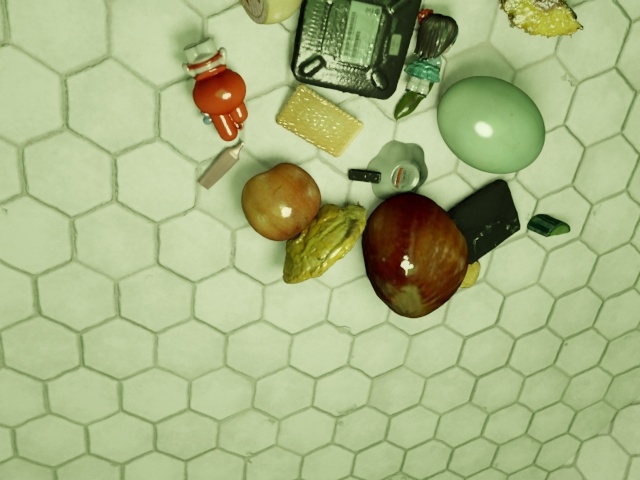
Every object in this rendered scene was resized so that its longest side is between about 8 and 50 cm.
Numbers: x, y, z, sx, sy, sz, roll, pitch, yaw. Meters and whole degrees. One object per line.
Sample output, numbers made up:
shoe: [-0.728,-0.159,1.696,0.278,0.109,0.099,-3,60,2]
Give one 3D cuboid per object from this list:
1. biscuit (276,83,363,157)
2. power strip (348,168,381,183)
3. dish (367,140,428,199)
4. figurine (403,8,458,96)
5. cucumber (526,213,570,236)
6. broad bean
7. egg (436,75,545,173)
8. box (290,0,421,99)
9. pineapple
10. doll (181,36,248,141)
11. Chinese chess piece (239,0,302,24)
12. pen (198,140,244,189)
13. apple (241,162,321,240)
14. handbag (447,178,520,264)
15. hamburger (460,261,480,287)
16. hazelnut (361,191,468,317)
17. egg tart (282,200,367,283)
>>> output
biscuit: [-0.001,-0.374,1.551,0.250,0.030,0.160,26,128,-22]
power strip: [0.150,-0.218,1.657,0.111,0.029,0.038,10,116,15]
dish: [0.278,-0.224,1.680,0.229,0.081,0.229,-5,116,-10]
figurine: [0.325,-0.570,1.497,0.138,0.110,0.245,23,108,12]
cucumber: [0.881,-0.061,1.887,0.116,0.115,0.062,-11,117,-17]
broad bean: [0.321,-0.490,1.583,0.065,0.046,0.254,30,104,-17]
egg: [0.543,-0.363,1.564,0.389,0.276,0.276,27,106,-22]
box: [0.102,-0.617,1.446,0.350,0.091,0.359,5,116,-15]
pineapple: [0.638,-0.749,1.502,0.334,0.158,0.161,31,144,-20]
doll: [-0.294,-0.430,1.423,0.161,0.130,0.290,-23,123,-1]
Chinese chess piece: [-0.148,-0.696,1.250,0.112,0.270,0.270,-28,119,-16]
pen: [-0.310,-0.244,1.562,0.197,0.032,0.053,-43,116,12]
apple: [-0.126,-0.128,1.548,0.253,0.253,0.253,-5,116,-11]
handbag: [0.595,-0.068,1.800,0.275,0.088,0.244,-35,116,-11]
hamburger: [0.550,0.115,1.906,0.138,0.083,0.147,11,110,-14]
hazelnut: [0.307,0.059,1.653,0.353,0.421,0.421,11,119,26]
egg tart: [0.000,0.000,1.610,0.351,0.339,0.153,-39,100,16]
